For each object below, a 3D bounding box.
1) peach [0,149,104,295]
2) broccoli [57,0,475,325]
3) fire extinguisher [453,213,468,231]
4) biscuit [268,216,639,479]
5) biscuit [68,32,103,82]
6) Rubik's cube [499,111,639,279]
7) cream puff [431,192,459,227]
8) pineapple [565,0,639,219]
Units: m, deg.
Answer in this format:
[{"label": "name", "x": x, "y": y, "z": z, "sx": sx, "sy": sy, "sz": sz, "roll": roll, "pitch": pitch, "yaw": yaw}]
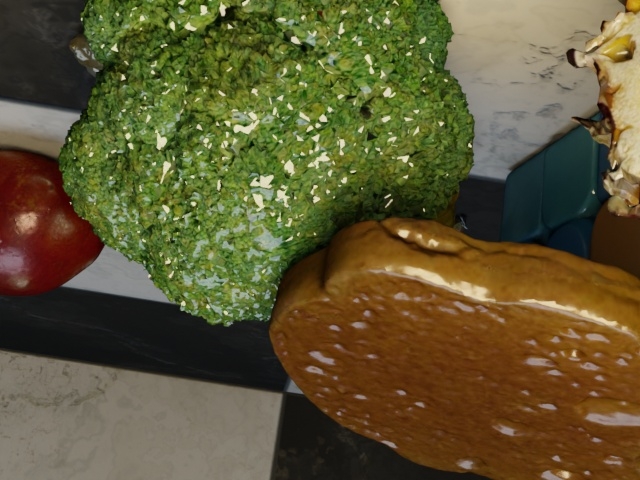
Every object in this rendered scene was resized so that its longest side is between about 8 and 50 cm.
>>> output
[{"label": "peach", "x": -0.416, "y": -0.021, "z": 1.414, "sx": 0.244, "sy": 0.199, "sz": 0.243, "roll": 4, "pitch": 163, "yaw": 1}, {"label": "broccoli", "x": -0.042, "y": -0.095, "z": 0.883, "sx": 0.321, "sy": 0.310, "sz": 0.413, "roll": 4, "pitch": 130, "yaw": 40}, {"label": "fire extinguisher", "x": 0.185, "y": -0.019, "z": 1.440, "sx": 0.028, "sy": 0.022, "sz": 0.083, "roll": 45, "pitch": 152, "yaw": -10}, {"label": "biscuit", "x": 0.152, "y": 0.105, "z": 0.789, "sx": 0.381, "sy": 0.074, "sz": 0.359, "roll": 0, "pitch": 146, "yaw": 21}, {"label": "biscuit", "x": -0.148, "y": -0.152, "z": 1.130, "sx": 0.141, "sy": 0.038, "sz": 0.290, "roll": -3, "pitch": 153, "yaw": 22}, {"label": "Rubik's cube", "x": 0.408, "y": 0.067, "z": 1.076, "sx": 0.347, "sy": 0.346, "sz": 0.344, "roll": 13, "pitch": 161, "yaw": -15}, {"label": "cream puff", "x": 0.045, "y": -0.036, "z": 1.145, "sx": 0.244, "sy": 0.196, "sz": 0.244, "roll": -4, "pitch": 163, "yaw": -1}, {"label": "pineapple", "x": 0.364, "y": -0.089, "z": 0.639, "sx": 0.352, "sy": 0.352, "sz": 0.300, "roll": -8, "pitch": 163, "yaw": 41}]
